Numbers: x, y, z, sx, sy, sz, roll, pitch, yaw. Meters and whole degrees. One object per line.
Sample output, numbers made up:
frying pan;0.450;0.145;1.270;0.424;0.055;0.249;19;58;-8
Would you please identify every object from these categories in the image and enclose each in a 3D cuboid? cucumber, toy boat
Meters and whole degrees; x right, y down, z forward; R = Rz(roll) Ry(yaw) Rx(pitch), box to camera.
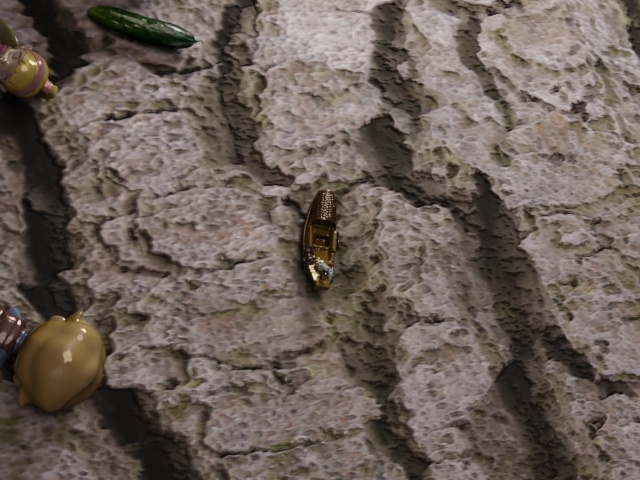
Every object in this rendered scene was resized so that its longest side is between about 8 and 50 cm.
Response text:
cucumber;-0.242;-0.293;2.026;0.168;0.039;0.039;16;62;-13
toy boat;0.000;0.000;1.985;0.047;0.049;0.149;11;63;-18

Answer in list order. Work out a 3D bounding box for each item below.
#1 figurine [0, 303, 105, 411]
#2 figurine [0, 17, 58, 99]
figurine;-0.356;0.132;1.761;0.196;0.108;0.114;19;49;7
figurine;-0.424;-0.249;1.922;0.187;0.083;0.083;34;58;10
